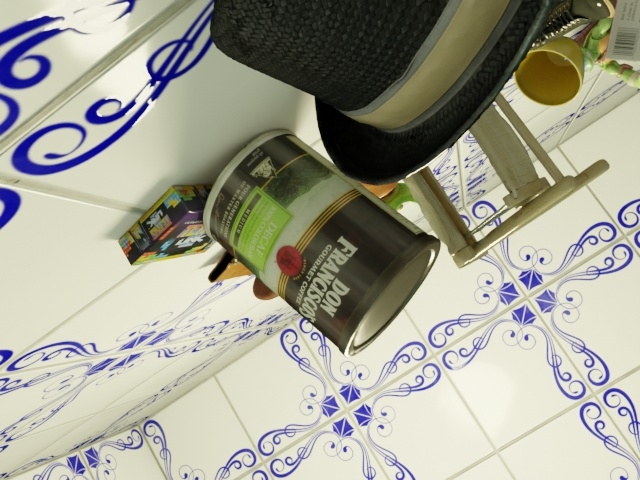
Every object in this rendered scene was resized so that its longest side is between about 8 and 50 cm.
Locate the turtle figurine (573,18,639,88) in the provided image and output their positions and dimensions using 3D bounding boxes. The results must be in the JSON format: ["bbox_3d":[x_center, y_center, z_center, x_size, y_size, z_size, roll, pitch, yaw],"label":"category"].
[{"bbox_3d":[0.652,-0.416,1.231,0.266,0.198,0.275,-34,173,-10],"label":"turtle figurine"}]

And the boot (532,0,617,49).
[{"bbox_3d":[0.405,-0.364,1.026,0.137,0.077,0.198,-31,-179,19],"label":"boot"}]

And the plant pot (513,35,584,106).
[{"bbox_3d":[0.466,-0.349,1.228,0.095,0.134,0.134,-54,179,-25],"label":"plant pot"}]

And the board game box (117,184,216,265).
[{"bbox_3d":[-0.197,-0.027,0.944,0.141,0.048,0.170,-37,168,28],"label":"board game box"}]

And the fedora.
[{"bbox_3d":[0.014,-0.199,0.389,0.152,0.334,0.334,6,152,-21],"label":"fedora"}]

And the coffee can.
[{"bbox_3d":[0.000,0.000,0.879,0.201,0.275,0.202,-43,159,-21],"label":"coffee can"}]

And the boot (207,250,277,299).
[{"bbox_3d":[-0.140,0.071,1.399,0.264,0.096,0.280,-39,166,32],"label":"boot"}]

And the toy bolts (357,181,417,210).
[{"bbox_3d":[0.050,-0.092,1.255,0.228,0.158,0.218,-43,-151,2],"label":"toy bolts"}]

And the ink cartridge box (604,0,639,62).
[{"bbox_3d":[0.514,-0.389,0.967,0.371,0.069,0.176,-33,132,-52],"label":"ink cartridge box"}]

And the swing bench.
[{"bbox_3d":[0.213,-0.120,0.891,0.165,0.253,0.254,-20,163,-47],"label":"swing bench"}]
